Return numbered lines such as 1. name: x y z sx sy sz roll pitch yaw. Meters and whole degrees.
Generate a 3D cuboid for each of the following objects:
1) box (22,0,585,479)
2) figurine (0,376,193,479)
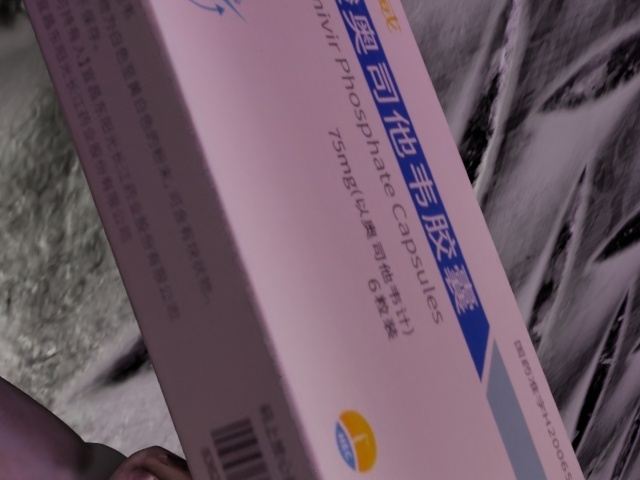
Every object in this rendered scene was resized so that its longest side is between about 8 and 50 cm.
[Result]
1. box: 0.000 0.000 0.578 0.065 0.343 0.200 -24 174 32
2. figurine: -0.204 0.197 0.496 0.361 0.211 0.253 -47 128 -34
